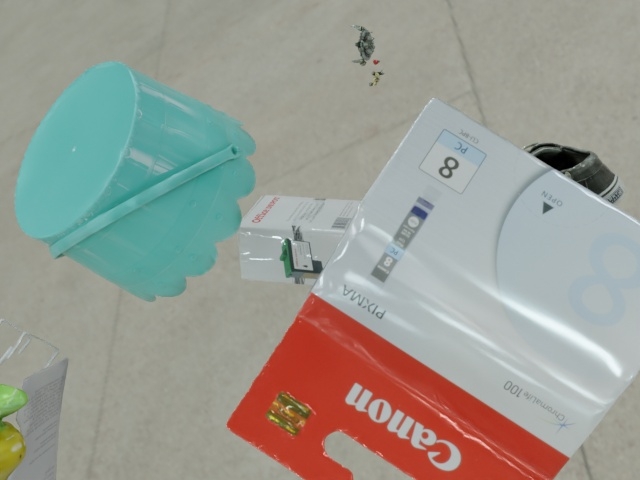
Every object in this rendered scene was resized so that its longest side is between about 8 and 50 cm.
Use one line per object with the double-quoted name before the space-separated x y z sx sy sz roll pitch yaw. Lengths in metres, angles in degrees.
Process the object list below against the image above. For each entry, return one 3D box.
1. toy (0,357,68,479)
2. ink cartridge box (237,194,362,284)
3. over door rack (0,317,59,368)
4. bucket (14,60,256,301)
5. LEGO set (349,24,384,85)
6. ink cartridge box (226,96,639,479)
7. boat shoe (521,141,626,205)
"toy" -0.185 0.184 0.528 0.056 0.237 0.137 12 12 11
"ink cartridge box" 0.000 0.000 1.597 0.220 0.092 0.160 4 21 13
"over door rack" -0.537 0.218 1.455 0.324 0.108 0.239 -43 17 -18
"bucket" -0.238 -0.076 1.318 0.281 0.183 0.281 -25 52 36
"LEGO set" 0.062 -0.231 1.297 0.023 0.083 0.054 -1 58 38
"ink cartridge box" 0.136 0.097 1.019 0.385 0.308 0.091 -56 -5 -14
"boat shoe" 0.258 -0.079 1.184 0.078 0.070 0.219 -43 18 -12
